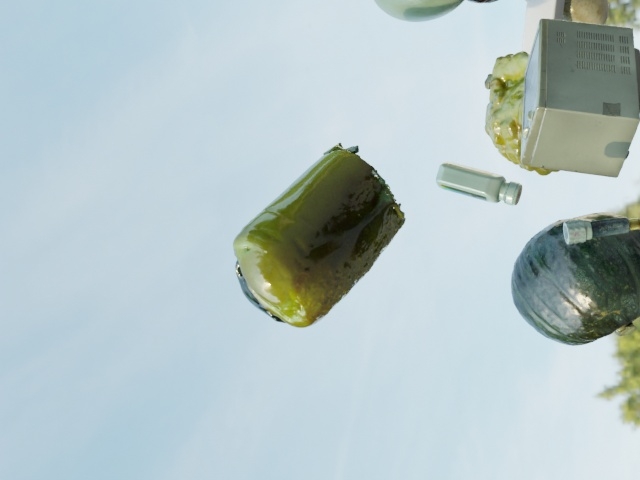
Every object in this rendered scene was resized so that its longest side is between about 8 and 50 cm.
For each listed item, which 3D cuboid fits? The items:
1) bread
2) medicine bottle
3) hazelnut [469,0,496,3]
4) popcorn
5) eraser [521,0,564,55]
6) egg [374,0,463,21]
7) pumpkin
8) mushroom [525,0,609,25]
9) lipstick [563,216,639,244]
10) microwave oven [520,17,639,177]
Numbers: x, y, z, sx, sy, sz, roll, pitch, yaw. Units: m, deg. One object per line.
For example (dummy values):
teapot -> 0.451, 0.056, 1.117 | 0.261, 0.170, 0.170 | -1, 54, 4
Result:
bread -> 0.000, 0.000, 1.709 | 0.376, 0.208, 0.251 | -43, -44, -28
medicine bottle -> 0.448, -0.157, 2.398 | 0.121, 0.229, 0.083 | 7, -81, -68
hazelnut -> 0.408, -0.657, 2.045 | 0.170, 0.202, 0.160 | -13, -98, -59
popcorn -> 0.483, -0.286, 1.838 | 0.293, 0.293, 0.237 | 52, -150, -42
eraser -> 0.565, -0.593, 2.141 | 0.078, 0.076, 0.298 | -29, -53, -53
egg -> 0.226, -0.591, 1.900 | 0.203, 0.283, 0.202 | 1, -92, -36
pumpkin -> 0.513, 0.089, 1.726 | 0.197, 0.293, 0.263 | -12, -117, -37
mushroom -> 0.630, -0.641, 2.249 | 0.195, 0.253, 0.189 | -44, -26, 3
lipstick -> 0.428, -0.019, 1.285 | 0.037, 0.116, 0.037 | -8, -90, -84
microwave oven -> 0.442, -0.241, 1.441 | 0.145, 0.194, 0.240 | 96, -174, -50
